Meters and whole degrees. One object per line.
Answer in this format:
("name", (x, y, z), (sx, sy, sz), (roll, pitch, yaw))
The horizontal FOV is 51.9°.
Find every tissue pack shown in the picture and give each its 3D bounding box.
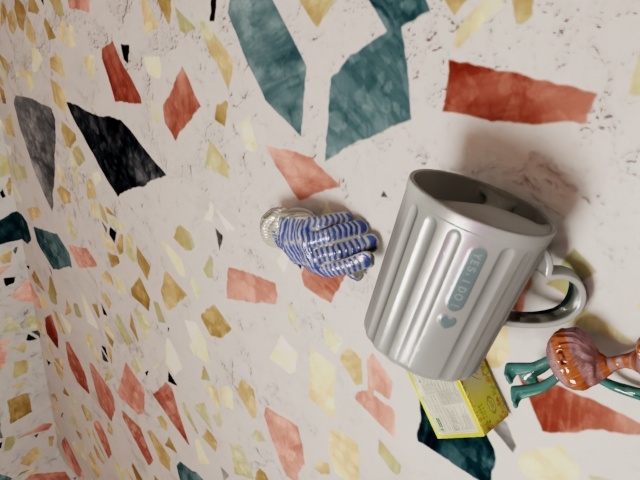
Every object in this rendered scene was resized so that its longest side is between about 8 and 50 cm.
("tissue pack", (0.174, 0.178, 0.908), (0.095, 0.062, 0.176), (-29, 85, 53))

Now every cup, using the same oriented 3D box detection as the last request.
("cup", (0.168, 0.052, 0.742), (0.221, 0.166, 0.202), (31, 116, 27))

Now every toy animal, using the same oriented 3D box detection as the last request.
("toy animal", (0.308, 0.146, 0.715), (0.208, 0.100, 0.103), (-16, 123, 38))

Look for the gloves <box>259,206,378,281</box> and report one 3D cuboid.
("gloves", (-0.005, 0.003, 1.021), (0.229, 0.097, 0.119), (10, 145, 42))
